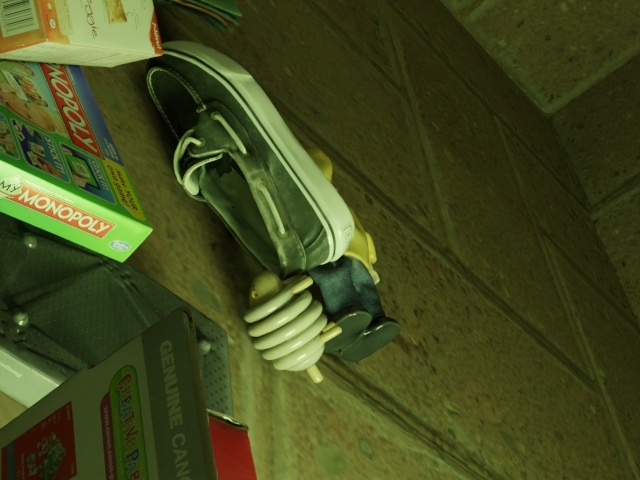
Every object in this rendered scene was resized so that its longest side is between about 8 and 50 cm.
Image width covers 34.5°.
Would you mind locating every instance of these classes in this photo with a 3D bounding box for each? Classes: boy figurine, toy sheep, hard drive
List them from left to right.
[{"bbox_3d":[-0.176,0.085,0.834,0.254,0.054,0.172,36,28,-35],"label":"hard drive"},{"bbox_3d":[-0.031,0.090,1.071,0.132,0.091,0.091,59,22,-3],"label":"toy sheep"},{"bbox_3d":[0.000,0.000,1.254,0.177,0.092,0.285,21,38,-47],"label":"boy figurine"}]

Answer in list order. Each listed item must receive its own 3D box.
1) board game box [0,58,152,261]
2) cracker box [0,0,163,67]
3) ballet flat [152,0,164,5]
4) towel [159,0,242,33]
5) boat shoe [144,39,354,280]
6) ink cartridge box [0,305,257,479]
[{"bbox_3d":[-0.280,-0.134,0.889,0.213,0.046,0.317,27,25,-47],"label":"board game box"},{"bbox_3d":[-0.232,-0.245,0.945,0.232,0.067,0.156,-27,106,-74],"label":"cracker box"},{"bbox_3d":[-0.212,-0.347,1.386,0.168,0.057,0.052,-93,169,-49],"label":"ballet flat"},{"bbox_3d":[-0.282,-0.408,1.274,0.370,0.040,0.271,15,42,-39],"label":"towel"},{"bbox_3d":[-0.104,-0.097,1.146,0.119,0.121,0.335,-29,66,-37],"label":"boat shoe"},{"bbox_3d":[-0.097,0.233,0.495,0.130,0.272,0.309,32,32,-42],"label":"ink cartridge box"}]
